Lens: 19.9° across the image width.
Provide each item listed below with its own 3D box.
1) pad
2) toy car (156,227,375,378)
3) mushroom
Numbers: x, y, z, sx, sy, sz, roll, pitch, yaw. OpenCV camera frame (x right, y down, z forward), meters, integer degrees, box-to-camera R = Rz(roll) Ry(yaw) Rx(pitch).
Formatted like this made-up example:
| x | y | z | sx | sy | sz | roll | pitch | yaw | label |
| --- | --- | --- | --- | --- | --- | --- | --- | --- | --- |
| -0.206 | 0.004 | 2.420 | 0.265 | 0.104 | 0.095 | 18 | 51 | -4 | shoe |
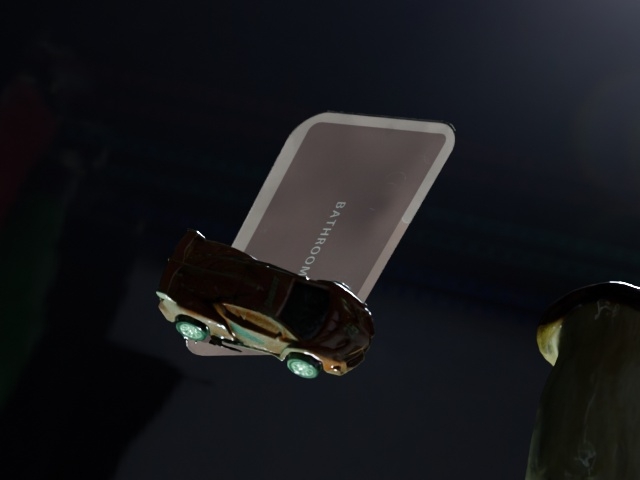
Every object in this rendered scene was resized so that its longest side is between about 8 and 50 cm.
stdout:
| x | y | z | sx | sy | sz | roll | pitch | yaw | label |
| --- | --- | --- | --- | --- | --- | --- | --- | --- | --- |
| 0.000 | 0.000 | 1.549 | 0.176 | 0.002 | 0.266 | 2 | -51 | -38 | pad |
| -0.030 | 0.037 | 1.023 | 0.035 | 0.122 | 0.059 | 90 | -159 | -54 | toy car |
| 0.146 | 0.173 | 0.898 | 0.081 | 0.100 | 0.312 | 35 | -123 | -62 | mushroom |
